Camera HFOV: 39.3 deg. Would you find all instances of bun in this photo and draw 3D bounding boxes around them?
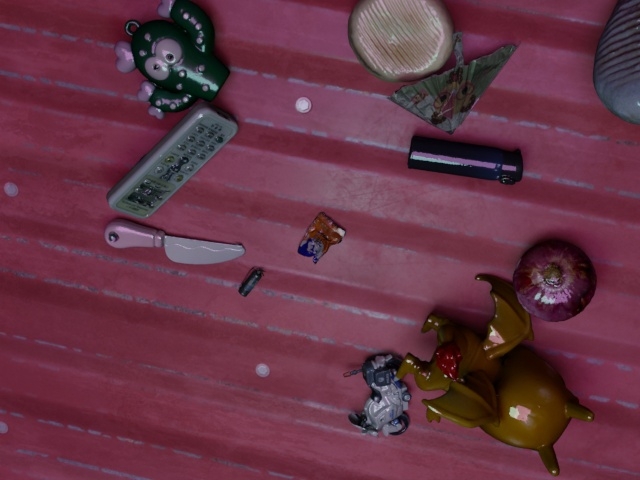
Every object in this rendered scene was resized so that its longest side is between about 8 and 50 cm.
[{"bbox_3d":[0.678,-0.366,1.667,0.211,0.362,0.362,33,113,-29],"label":"bun"},{"bbox_3d":[0.168,-0.427,1.832,0.222,0.127,0.223,7,113,17],"label":"bun"}]

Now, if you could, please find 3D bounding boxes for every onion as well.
[{"bbox_3d":[0.507,0.087,1.941,0.177,0.153,0.177,4,103,17],"label":"onion"}]

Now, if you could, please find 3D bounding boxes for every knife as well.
[{"bbox_3d":[-0.345,0.016,2.109,0.335,0.043,0.081,12,116,3],"label":"knife"}]

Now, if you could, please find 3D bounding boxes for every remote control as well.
[{"bbox_3d":[-0.335,-0.179,2.004,0.335,0.128,0.066,-41,59,19],"label":"remote control"}]

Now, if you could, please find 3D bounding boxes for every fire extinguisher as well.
[{"bbox_3d":[-0.163,0.093,2.113,0.038,0.025,0.083,46,111,17],"label":"fire extinguisher"}]

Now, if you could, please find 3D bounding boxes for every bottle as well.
[{"bbox_3d":[0.310,-0.170,1.918,0.244,0.072,0.082,8,67,5],"label":"bottle"}]

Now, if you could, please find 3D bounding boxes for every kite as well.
[{"bbox_3d":[0.276,-0.316,1.839,0.322,0.013,0.268,-23,140,-17],"label":"kite"}]

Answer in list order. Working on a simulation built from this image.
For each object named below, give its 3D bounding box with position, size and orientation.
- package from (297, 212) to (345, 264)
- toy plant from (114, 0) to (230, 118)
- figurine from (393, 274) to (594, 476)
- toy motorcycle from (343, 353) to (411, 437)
[{"bbox_3d":[0.000,0.000,2.052,0.077,0.033,0.111,39,97,19],"label":"package"},{"bbox_3d":[-0.318,-0.391,1.923,0.232,0.112,0.243,-28,110,13],"label":"toy plant"},{"bbox_3d":[0.369,0.322,1.945,0.387,0.401,0.268,32,130,3],"label":"figurine"},{"bbox_3d":[0.137,0.378,2.130,0.150,0.102,0.221,-9,111,-10],"label":"toy motorcycle"}]
